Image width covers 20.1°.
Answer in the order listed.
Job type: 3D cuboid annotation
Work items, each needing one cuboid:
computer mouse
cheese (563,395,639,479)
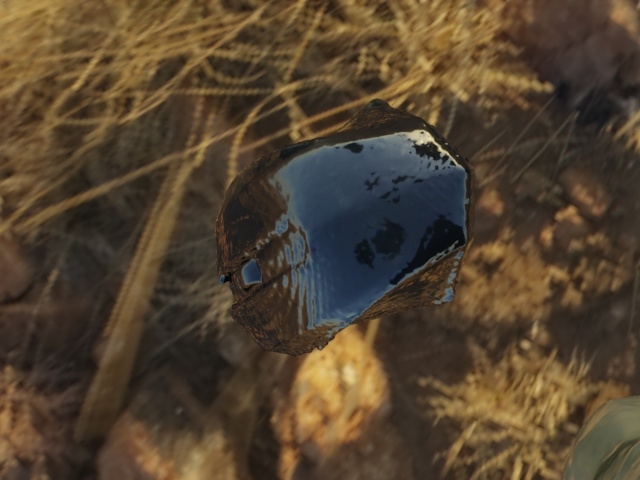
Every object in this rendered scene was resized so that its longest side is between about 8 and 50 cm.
[{"bbox_3d":[0.000,0.000,0.825,0.172,0.057,0.099,-28,82,43],"label":"computer mouse"},{"bbox_3d":[0.116,0.136,0.649,0.093,0.263,0.159,26,92,3],"label":"cheese"}]
